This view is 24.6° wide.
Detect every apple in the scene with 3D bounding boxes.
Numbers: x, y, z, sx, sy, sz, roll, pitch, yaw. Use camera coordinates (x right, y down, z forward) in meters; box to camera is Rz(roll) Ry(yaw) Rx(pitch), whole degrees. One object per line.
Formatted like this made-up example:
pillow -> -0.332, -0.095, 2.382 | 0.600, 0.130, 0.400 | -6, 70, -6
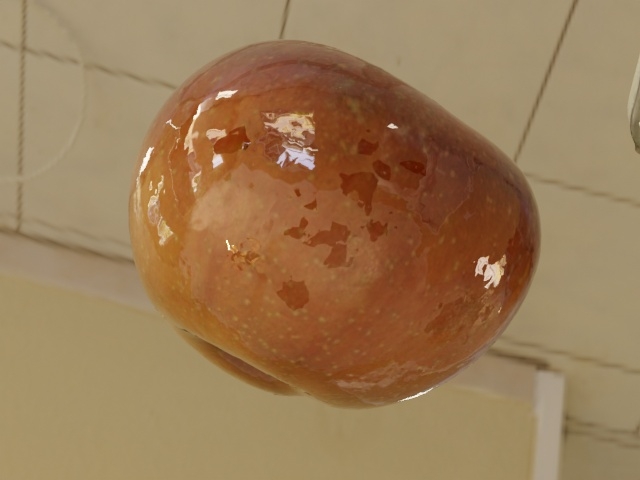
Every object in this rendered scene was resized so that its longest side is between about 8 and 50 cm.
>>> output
apple -> 0.000, 0.000, 0.711 | 0.201, 0.162, 0.201 | 30, 179, 1

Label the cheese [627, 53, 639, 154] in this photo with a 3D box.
cheese -> 0.097, -0.119, 0.266 | 0.127, 0.054, 0.251 | 4, 128, -3
